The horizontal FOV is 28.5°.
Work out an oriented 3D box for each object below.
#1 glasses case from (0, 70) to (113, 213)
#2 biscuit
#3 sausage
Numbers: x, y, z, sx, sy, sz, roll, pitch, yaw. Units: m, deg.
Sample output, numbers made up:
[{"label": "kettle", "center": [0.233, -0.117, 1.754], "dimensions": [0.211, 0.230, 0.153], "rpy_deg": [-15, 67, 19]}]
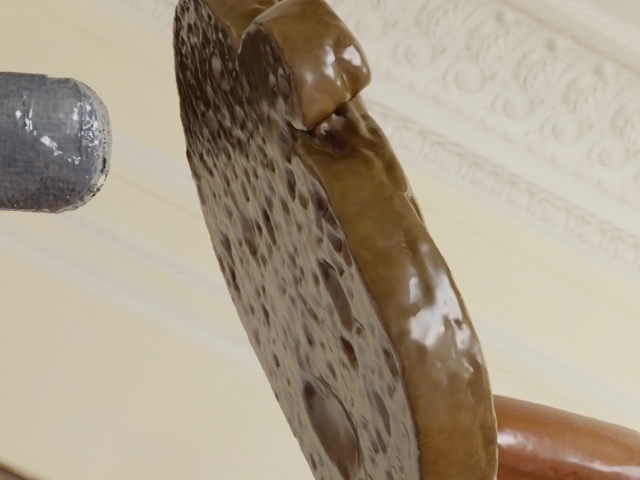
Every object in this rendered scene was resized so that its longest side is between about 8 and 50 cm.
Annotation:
[{"label": "glasses case", "center": [-0.301, -0.079, 0.983], "dimensions": [0.282, 0.109, 0.067], "rpy_deg": [3, -2, 7]}, {"label": "biscuit", "center": [0.001, 0.000, 0.677], "dimensions": [0.063, 0.367, 0.314], "rpy_deg": [-16, -41, -15]}, {"label": "sausage", "center": [0.193, 0.174, 1.015], "dimensions": [0.197, 0.076, 0.076], "rpy_deg": [16, -31, -17]}]
